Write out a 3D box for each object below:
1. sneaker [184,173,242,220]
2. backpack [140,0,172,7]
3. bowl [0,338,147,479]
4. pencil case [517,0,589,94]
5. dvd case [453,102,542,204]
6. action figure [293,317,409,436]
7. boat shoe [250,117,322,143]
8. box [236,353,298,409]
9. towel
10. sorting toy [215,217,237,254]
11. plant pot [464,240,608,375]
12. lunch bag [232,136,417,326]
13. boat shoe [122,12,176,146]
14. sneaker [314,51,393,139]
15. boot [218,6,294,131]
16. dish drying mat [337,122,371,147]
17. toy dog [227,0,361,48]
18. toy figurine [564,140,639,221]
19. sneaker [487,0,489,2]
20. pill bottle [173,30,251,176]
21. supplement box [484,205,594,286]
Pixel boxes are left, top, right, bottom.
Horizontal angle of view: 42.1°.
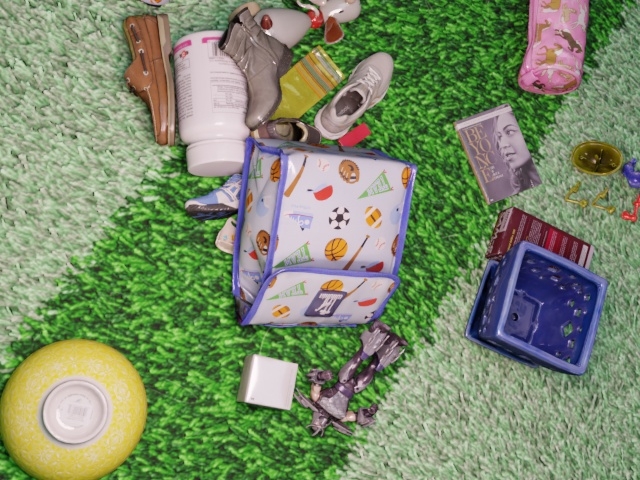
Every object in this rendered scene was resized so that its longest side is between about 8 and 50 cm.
[{"bbox_3d":[-0.199,-0.096,1.807,0.211,0.080,0.081,-12,82,-29],"label":"sneaker"},{"bbox_3d":[-0.354,-0.658,1.805,0.276,0.213,0.263,25,84,-14],"label":"backpack"},{"bbox_3d":[-0.470,0.329,1.595,0.289,0.156,0.289,3,79,-17],"label":"bowl"},{"bbox_3d":[0.591,-0.560,2.096,0.167,0.160,0.386,3,78,13],"label":"pencil case"},{"bbox_3d":[0.440,-0.216,2.055,0.164,0.018,0.221,-21,86,-20],"label":"dvd case"},{"bbox_3d":[0.065,0.302,1.782,0.185,0.099,0.285,40,85,-25],"label":"action figure"},{"bbox_3d":[-0.059,-0.228,1.820,0.223,0.073,0.080,-1,92,-54],"label":"boat shoe"},{"bbox_3d":[-0.112,0.299,1.747,0.102,0.087,0.101,14,76,-14],"label":"box"},{"bbox_3d":[-0.053,-0.347,1.926,0.102,0.021,0.237,47,71,-3],"label":"towel"},{"bbox_3d":[-0.184,-0.010,1.812,0.083,0.045,0.075,19,67,-13],"label":"sorting toy"},{"bbox_3d":[0.474,0.162,1.890,0.236,0.212,0.236,24,73,-12],"label":"plant pot"},{"bbox_3d":[0.000,0.000,1.741,0.328,0.239,0.385,4,105,-27],"label":"lunch bag"},{"bbox_3d":[-0.369,-0.342,1.790,0.104,0.111,0.307,-4,72,-13],"label":"boat shoe"},{"bbox_3d":[0.098,-0.344,1.919,0.099,0.121,0.262,39,71,-7],"label":"sneaker"},{"bbox_3d":[-0.153,-0.355,1.721,0.161,0.083,0.246,36,51,-31],"label":"boot"},{"bbox_3d":[0.080,-0.244,1.954,0.083,0.008,0.032,-36,92,-21],"label":"dish drying mat"},{"bbox_3d":[-0.051,-0.511,1.884,0.220,0.161,0.334,43,71,-6],"label":"toy dog"},{"bbox_3d":[0.825,-0.128,2.104,0.362,0.217,0.191,13,90,30],"label":"toy figurine"},{"bbox_3d":[0.406,-0.633,2.114,0.098,0.038,0.069,-28,88,-20],"label":"sneaker"},{"bbox_3d":[-0.228,-0.289,1.787,0.160,0.160,0.283,-2,80,-18],"label":"pill bottle"},{"bbox_3d":[0.530,0.029,2.007,0.239,0.073,0.130,26,72,-12],"label":"supplement box"}]
